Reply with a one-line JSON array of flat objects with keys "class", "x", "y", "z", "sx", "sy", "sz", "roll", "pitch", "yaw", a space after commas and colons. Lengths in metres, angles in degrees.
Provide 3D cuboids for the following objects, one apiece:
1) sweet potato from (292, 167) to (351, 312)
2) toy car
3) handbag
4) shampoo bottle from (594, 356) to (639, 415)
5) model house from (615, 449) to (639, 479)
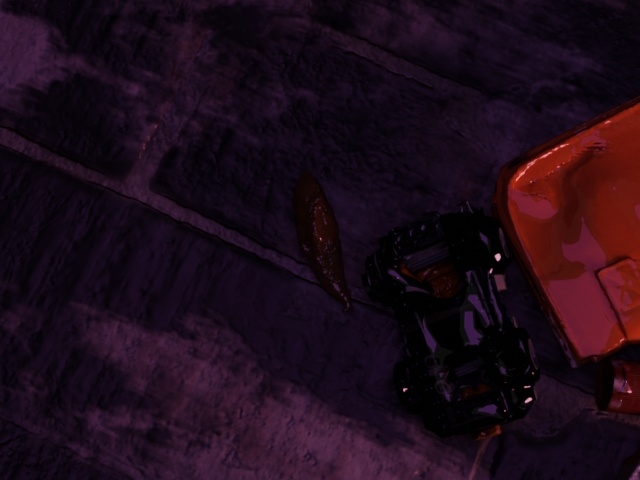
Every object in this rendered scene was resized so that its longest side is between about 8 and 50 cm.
[{"class": "sweet potato", "x": 0.000, "y": 0.000, "z": 1.698, "sx": 0.060, "sy": 0.068, "sz": 0.206, "roll": -19, "pitch": 84, "yaw": 2}, {"class": "toy car", "x": 0.173, "y": 0.111, "z": 1.639, "sx": 0.193, "sy": 0.118, "sz": 0.301, "roll": -18, "pitch": 79, "yaw": 16}, {"class": "handbag", "x": 0.454, "y": -0.036, "z": 1.675, "sx": 0.410, "sy": 0.116, "sz": 0.304, "roll": -25, "pitch": 76, "yaw": -5}, {"class": "shampoo bottle", "x": 0.510, "y": 0.203, "z": 1.605, "sx": 0.314, "sy": 0.076, "sz": 0.118, "roll": 7, "pitch": 77, "yaw": -7}, {"class": "model house", "x": 0.434, "y": 0.311, "z": 1.596, "sx": 0.100, "sy": 0.088, "sz": 0.100, "roll": 34, "pitch": 79, "yaw": 6}]
